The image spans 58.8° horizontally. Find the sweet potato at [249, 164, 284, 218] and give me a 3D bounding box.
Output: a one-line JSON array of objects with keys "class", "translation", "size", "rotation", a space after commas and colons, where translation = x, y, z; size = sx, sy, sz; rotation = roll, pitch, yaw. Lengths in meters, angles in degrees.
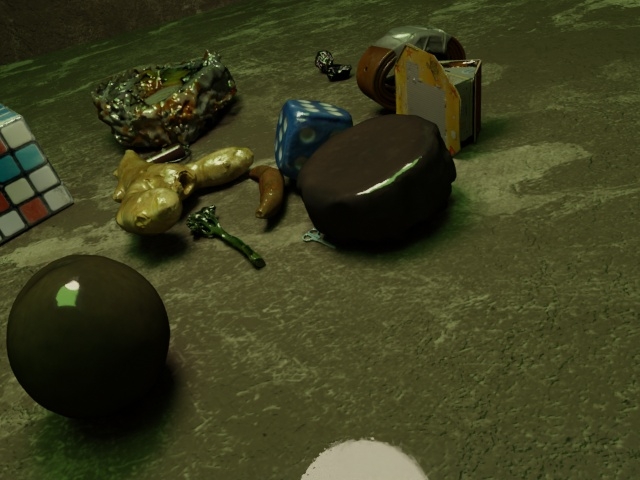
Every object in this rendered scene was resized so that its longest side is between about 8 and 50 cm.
[{"class": "sweet potato", "translation": [-0.109, -0.113, 1.201], "size": [0.078, 0.058, 0.255], "rotation": [-35, 30, 8]}]

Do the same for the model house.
[{"class": "model house", "translation": [0.269, -0.311, 1.185], "size": [0.135, 0.220, 0.207], "rotation": [-25, 36, -21]}]

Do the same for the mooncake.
[{"class": "mooncake", "translation": [0.101, -0.107, 1.033], "size": [0.282, 0.141, 0.283], "rotation": [-19, 33, 13]}]

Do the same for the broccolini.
[{"class": "broccolini", "translation": [-0.188, -0.014, 1.100], "size": [0.254, 0.057, 0.071], "rotation": [28, 98, 49]}]

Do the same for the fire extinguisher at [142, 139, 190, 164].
[{"class": "fire extinguisher", "translation": [-0.396, -0.212, 1.465], "size": [0.157, 0.045, 0.078], "rotation": [-30, 47, -20]}]

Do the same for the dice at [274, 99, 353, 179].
[{"class": "dice", "translation": [-0.014, -0.210, 1.191], "size": [0.146, 0.146, 0.143], "rotation": [3, 27, -17]}]

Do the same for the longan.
[{"class": "longan", "translation": [-0.322, 0.126, 0.789], "size": [0.248, 0.248, 0.248], "rotation": [-11, 35, 8]}]

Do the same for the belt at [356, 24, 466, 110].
[{"class": "belt", "translation": [0.218, -0.420, 1.375], "size": [0.261, 0.184, 0.105], "rotation": [-24, 35, -10]}]

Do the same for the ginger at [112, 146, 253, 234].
[{"class": "ginger", "translation": [-0.369, -0.108, 1.250], "size": [0.347, 0.122, 0.363], "rotation": [-4, 34, 27]}]

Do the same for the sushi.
[{"class": "sushi", "translation": [-0.436, -0.416, 1.645], "size": [0.417, 0.176, 0.418], "rotation": [-11, 35, 8]}]

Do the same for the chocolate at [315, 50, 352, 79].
[{"class": "chocolate", "translation": [0.033, -0.522, 1.702], "size": [0.072, 0.070, 0.147], "rotation": [-47, 36, 6]}]

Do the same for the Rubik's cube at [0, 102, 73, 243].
[{"class": "Rubik's cube", "translation": [-0.812, -0.161, 1.384], "size": [0.256, 0.254, 0.259], "rotation": [-36, 38, -26]}]

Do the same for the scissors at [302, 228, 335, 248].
[{"class": "scissors", "translation": [0.000, 0.000, 1.042], "size": [0.036, 0.006, 0.083], "rotation": [-37, 40, -23]}]
